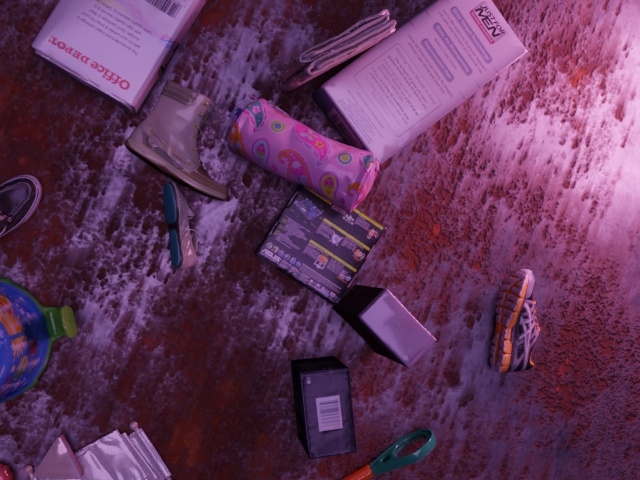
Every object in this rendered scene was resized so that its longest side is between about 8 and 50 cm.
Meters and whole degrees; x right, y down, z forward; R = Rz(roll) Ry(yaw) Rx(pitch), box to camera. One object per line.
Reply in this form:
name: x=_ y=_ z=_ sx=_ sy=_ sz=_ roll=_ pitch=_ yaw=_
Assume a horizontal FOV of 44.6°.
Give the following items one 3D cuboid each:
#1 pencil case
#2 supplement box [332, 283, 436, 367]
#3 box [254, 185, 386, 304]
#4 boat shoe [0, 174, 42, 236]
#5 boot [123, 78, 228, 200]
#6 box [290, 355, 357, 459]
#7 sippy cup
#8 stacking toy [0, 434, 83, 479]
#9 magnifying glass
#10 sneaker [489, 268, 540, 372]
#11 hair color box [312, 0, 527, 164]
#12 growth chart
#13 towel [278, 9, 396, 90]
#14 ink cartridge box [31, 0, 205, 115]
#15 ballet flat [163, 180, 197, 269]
pencil case: x=-0.033 y=-0.161 z=1.439 sx=0.284 sy=0.124 sz=0.124 roll=29 pitch=84 yaw=8
supplement box: x=0.110 y=0.152 z=1.431 sx=0.073 sy=0.239 sz=0.130 roll=-45 pitch=97 yaw=-9
box: x=0.000 y=0.000 z=1.513 sx=0.191 sy=0.045 sz=0.184 roll=33 pitch=82 yaw=-7
boat shoe: x=-0.590 y=-0.035 z=1.392 sx=0.219 sy=0.070 sz=0.078 roll=-45 pitch=97 yaw=-8
boot: x=-0.234 y=-0.186 z=1.456 sx=0.213 sy=0.077 sz=0.165 roll=32 pitch=82 yaw=-5
box: x=0.004 y=0.305 z=1.451 sx=0.093 sy=0.158 sz=0.156 roll=-6 pitch=91 yaw=-9
sippy cup: x=-0.588 y=0.180 z=1.314 sx=0.240 sy=0.224 sz=0.305 roll=41 pitch=82 yaw=-8
stacking toy: x=-0.498 y=0.525 z=1.359 sx=0.279 sy=0.130 sz=0.309 roll=-37 pitch=95 yaw=-1
magnifying glass: x=0.121 y=0.436 z=1.517 sx=0.231 sy=0.092 sz=0.026 roll=-28 pitch=98 yaw=1
sneaker: x=0.401 y=0.163 z=1.568 sx=0.083 sy=0.084 sz=0.215 roll=9 pitch=98 yaw=-12
hair color box: x=0.191 y=-0.324 z=1.515 sx=0.374 sy=0.113 sz=0.185 roll=-38 pitch=96 yaw=-8
growth chart: x=-0.404 y=0.447 z=1.447 sx=0.237 sy=0.021 sz=0.172 roll=-24 pitch=94 yaw=-10
towel: x=0.022 y=-0.338 z=1.398 sx=0.187 sy=0.282 sz=0.049 roll=-29 pitch=99 yaw=-8
ink cartridge box: x=-0.356 y=-0.398 z=1.414 sx=0.201 sy=0.117 sz=0.278 roll=30 pitch=84 yaw=-8
ballet flat: x=-0.261 y=-0.029 z=1.469 sx=0.052 sy=0.057 sz=0.168 roll=-7 pitch=95 yaw=-38
